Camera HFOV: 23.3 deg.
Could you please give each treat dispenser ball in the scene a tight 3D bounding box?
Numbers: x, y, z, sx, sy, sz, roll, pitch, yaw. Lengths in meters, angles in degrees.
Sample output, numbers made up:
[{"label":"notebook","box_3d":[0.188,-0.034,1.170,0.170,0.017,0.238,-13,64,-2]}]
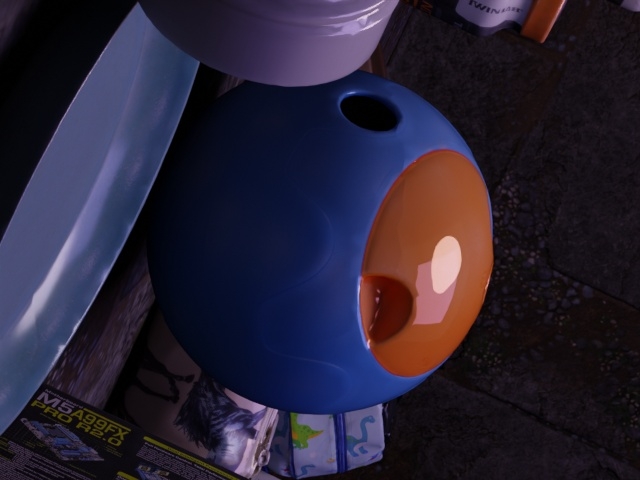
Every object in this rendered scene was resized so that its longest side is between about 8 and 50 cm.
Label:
[{"label":"treat dispenser ball","box_3d":[0.000,0.000,1.282,0.288,0.288,0.288,-64,177,-6]}]

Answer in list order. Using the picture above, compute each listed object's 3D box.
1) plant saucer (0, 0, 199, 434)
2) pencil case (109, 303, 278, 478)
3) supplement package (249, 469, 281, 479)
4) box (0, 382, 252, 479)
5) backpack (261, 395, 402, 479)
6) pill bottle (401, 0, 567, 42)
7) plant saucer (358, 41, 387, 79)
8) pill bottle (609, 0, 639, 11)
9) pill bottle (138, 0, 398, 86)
[{"label":"plant saucer","box_3d":[-0.148,-0.026,0.877,0.317,0.044,0.317,25,90,-86]},{"label":"pencil case","box_3d":[-0.067,0.058,1.635,0.160,0.184,0.410,-24,139,-84]},{"label":"supplement package","box_3d":[-0.176,0.335,1.836,0.149,0.203,0.194,-62,175,-32]},{"label":"box","box_3d":[-0.126,0.217,1.096,0.216,0.270,0.060,-57,171,-71]},{"label":"backpack","box_3d":[-0.015,0.110,1.861,0.273,0.355,0.290,-18,155,-15]},{"label":"pill bottle","box_3d":[0.128,-0.282,1.516,0.130,0.246,0.130,-64,176,-7]},{"label":"plant saucer","box_3d":[0.055,-0.167,1.820,0.278,0.041,0.277,-8,90,-83]},{"label":"pill bottle","box_3d":[0.242,-0.398,1.688,0.188,0.334,0.188,25,90,-87]},{"label":"pill bottle","box_3d":[0.011,-0.225,0.672,0.176,0.176,0.318,-61,176,-46]}]
